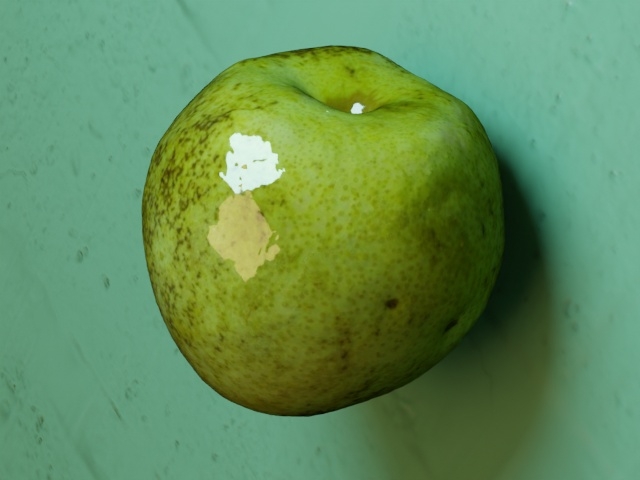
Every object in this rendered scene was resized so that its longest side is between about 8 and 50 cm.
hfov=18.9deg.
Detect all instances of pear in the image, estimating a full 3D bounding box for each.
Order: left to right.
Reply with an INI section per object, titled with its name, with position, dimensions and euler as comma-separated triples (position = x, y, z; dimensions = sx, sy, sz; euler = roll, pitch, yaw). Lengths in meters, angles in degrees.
[pear]
position = 0.000, 0.000, 1.019
dimensions = 0.197, 0.197, 0.197
euler = 11, 104, 49
